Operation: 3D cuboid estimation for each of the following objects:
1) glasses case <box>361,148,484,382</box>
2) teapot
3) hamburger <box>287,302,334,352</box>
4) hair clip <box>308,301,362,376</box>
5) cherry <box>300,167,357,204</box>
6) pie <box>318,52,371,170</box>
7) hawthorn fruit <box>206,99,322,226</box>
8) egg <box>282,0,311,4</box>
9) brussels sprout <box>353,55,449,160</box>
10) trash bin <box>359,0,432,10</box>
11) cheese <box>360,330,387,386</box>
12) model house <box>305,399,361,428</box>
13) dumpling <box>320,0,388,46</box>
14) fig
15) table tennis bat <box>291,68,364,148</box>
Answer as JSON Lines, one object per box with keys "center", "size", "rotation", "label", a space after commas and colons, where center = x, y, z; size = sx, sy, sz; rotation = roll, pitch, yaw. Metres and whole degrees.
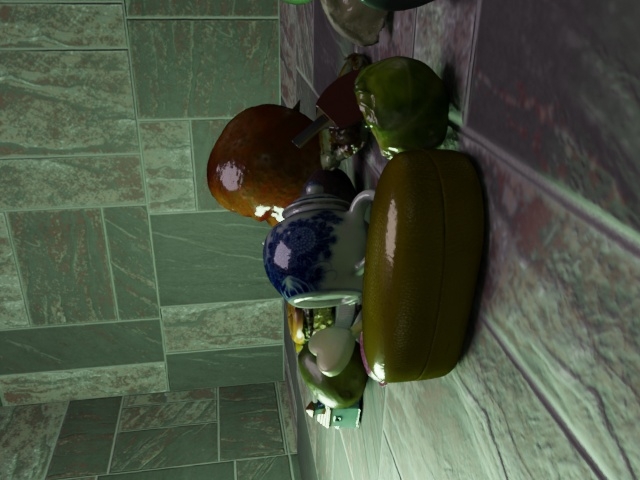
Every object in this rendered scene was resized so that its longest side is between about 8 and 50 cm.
{"center": [0.130, 0.058, 0.858], "size": [0.173, 0.141, 0.370], "rotation": [-108, 17, -57], "label": "glasses case"}
{"center": [0.000, 0.000, 1.312], "size": [0.424, 0.253, 0.279], "rotation": [-22, 67, 47], "label": "teapot"}
{"center": [-0.032, 0.237, 1.970], "size": [0.243, 0.139, 0.261], "rotation": [108, 157, -62], "label": "hamburger"}
{"center": [0.056, 0.224, 1.434], "size": [0.071, 0.159, 0.218], "rotation": [51, -137, -34], "label": "hair clip"}
{"center": [0.026, -0.098, 1.474], "size": [0.176, 0.140, 0.175], "rotation": [0, -90, -68], "label": "cherry"}
{"center": [0.059, -0.298, 1.379], "size": [0.274, 0.106, 0.256], "rotation": [126, 154, -71], "label": "pie"}
{"center": [-0.134, -0.238, 1.802], "size": [0.403, 0.404, 0.402], "rotation": [177, 90, -81], "label": "hawthorn fruit"}
{"center": [-0.065, -0.757, 1.554], "size": [0.220, 0.221, 0.269], "rotation": [-110, 8, -62], "label": "egg"}
{"center": [0.127, -0.195, 0.874], "size": [0.149, 0.122, 0.151], "rotation": [-83, -30, -51], "label": "brussels sprout"}
{"center": [0.107, -0.406, 0.736], "size": [0.236, 0.177, 0.101], "rotation": [105, 160, -55], "label": "trash bin"}
{"center": [0.127, 0.209, 1.196], "size": [0.244, 0.062, 0.155], "rotation": [108, 156, -64], "label": "cheese"}
{"center": [0.029, 0.443, 1.627], "size": [0.119, 0.149, 0.148], "rotation": [-102, 15, -49], "label": "model house"}
{"center": [0.065, -0.465, 1.127], "size": [0.118, 0.136, 0.198], "rotation": [98, 178, -81], "label": "dumpling"}
{"center": [0.032, 0.325, 1.514], "size": [0.181, 0.191, 0.181], "rotation": [-59, -11, -19], "label": "fig"}
{"center": [0.032, -0.266, 1.227], "size": [0.130, 0.220, 0.019], "rotation": [53, -175, 37], "label": "table tennis bat"}
